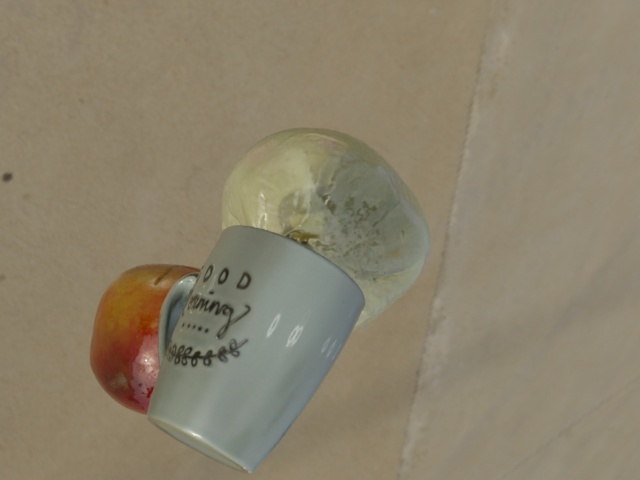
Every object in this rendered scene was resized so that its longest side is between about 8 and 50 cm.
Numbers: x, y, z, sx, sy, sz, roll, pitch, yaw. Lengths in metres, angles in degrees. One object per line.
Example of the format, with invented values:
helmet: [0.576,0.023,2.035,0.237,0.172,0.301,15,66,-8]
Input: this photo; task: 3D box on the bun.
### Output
bun: [0.000,0.000,1.431,0.213,0.361,0.361,-73,179,-61]

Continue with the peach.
peach: [-0.242,0.176,1.482,0.248,0.274,0.245,73,33,-48]

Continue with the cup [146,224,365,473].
cup: [-0.108,0.122,1.022,0.186,0.258,0.234,46,65,-41]
